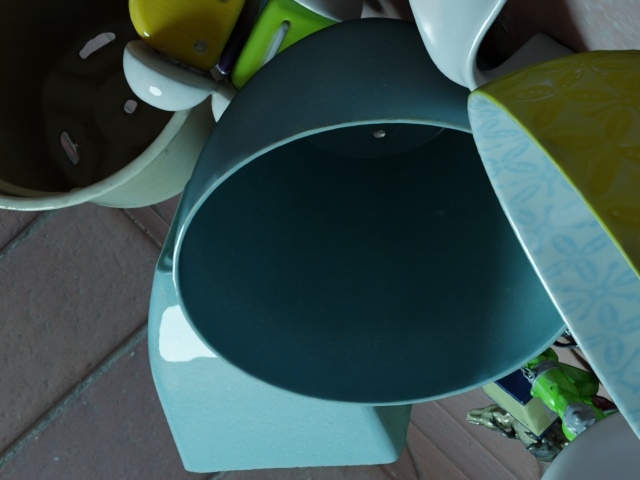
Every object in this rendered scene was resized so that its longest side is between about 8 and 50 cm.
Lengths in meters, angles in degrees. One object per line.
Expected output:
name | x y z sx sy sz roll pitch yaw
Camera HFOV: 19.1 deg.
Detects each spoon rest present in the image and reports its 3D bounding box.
spoon rest | 0.088 -0.164 1.115 0.137 0.084 0.276 39 169 38

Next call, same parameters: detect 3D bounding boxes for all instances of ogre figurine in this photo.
ogre figurine | 0.261 0.181 1.776 0.118 0.096 0.197 -111 -2 -66

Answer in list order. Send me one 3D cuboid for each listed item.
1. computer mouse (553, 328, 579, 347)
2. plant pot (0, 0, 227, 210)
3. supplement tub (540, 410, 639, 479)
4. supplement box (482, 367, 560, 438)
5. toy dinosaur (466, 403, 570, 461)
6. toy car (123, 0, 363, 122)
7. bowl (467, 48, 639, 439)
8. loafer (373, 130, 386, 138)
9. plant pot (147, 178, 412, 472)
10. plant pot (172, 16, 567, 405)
computer mouse | 0.114 0.028 1.601 0.272 0.072 0.188 27 170 10
plant pot | -0.234 -0.165 1.932 0.334 0.334 0.305 44 -179 15
supplement tub | 0.302 0.294 1.587 0.241 0.241 0.331 42 169 26
supplement box | 0.206 0.143 1.944 0.083 0.056 0.083 39 168 37
toy dinosaur | 0.245 0.214 2.073 0.268 0.064 0.118 33 170 48
toy car | -0.062 -0.171 1.493 0.182 0.159 0.136 24 -163 -12
bowl | 0.215 0.009 0.979 0.289 0.156 0.289 59 177 6
loafer | 0.077 -0.087 1.563 0.125 0.045 0.039 12 135 35
plant pot | -0.048 0.063 1.970 0.247 0.247 0.252 -6 134 21
plant pot | 0.042 -0.046 1.370 0.195 0.290 0.290 -91 -25 -43
